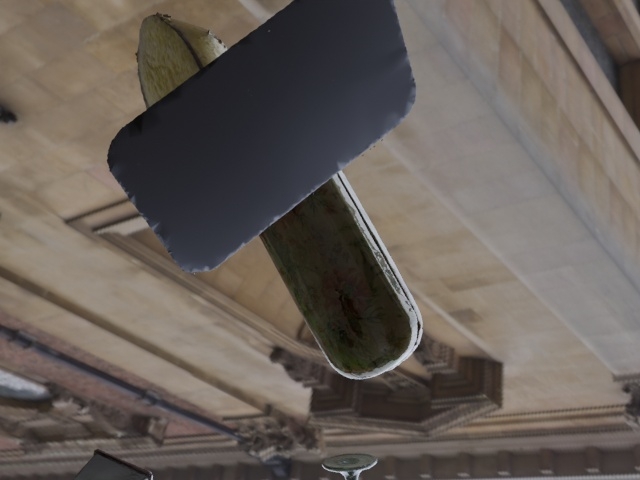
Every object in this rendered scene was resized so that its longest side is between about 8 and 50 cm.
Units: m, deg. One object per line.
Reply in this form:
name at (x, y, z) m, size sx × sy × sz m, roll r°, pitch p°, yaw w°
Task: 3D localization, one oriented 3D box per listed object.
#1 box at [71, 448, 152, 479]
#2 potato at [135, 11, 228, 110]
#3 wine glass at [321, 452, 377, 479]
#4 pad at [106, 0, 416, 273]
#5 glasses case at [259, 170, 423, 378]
box at (-0.257, 0.306, 0.984) m, size 0.084 × 0.063 × 0.060 m, roll 19°, pitch -64°, yaw 14°
potato at (-0.197, -0.237, 1.332) m, size 0.299 × 0.116 × 0.239 m, roll 52°, pitch -41°, yaw 33°
wine glass at (0.142, 0.531, 1.438) m, size 0.096 × 0.264 × 0.310 m, roll 175°, pitch -90°, yaw -71°
pad at (-0.068, -0.149, 0.573) m, size 0.250 × 0.323 × 0.055 m, roll -38°, pitch -149°, yaw -10°
glasses case at (0.000, 0.000, 1.186) m, size 0.156 × 0.098 × 0.425 m, roll -35°, pitch -103°, yaw 29°
